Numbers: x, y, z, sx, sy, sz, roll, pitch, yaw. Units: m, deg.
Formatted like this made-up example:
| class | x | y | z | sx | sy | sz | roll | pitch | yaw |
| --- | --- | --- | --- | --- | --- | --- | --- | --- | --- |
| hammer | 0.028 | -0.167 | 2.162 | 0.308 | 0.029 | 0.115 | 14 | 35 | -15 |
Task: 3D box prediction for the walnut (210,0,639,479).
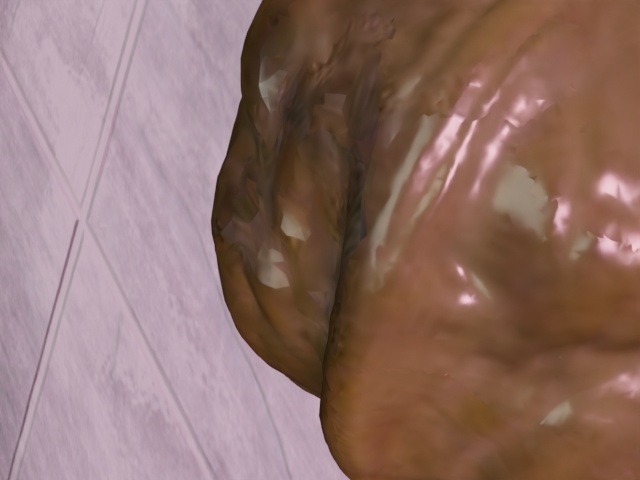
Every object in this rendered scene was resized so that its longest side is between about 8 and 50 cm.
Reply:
| class | x | y | z | sx | sy | sz | roll | pitch | yaw |
| --- | --- | --- | --- | --- | --- | --- | --- | --- | --- |
| walnut | 0.095 | -0.013 | 0.599 | 0.253 | 0.282 | 0.277 | -68 | -8 | -55 |
